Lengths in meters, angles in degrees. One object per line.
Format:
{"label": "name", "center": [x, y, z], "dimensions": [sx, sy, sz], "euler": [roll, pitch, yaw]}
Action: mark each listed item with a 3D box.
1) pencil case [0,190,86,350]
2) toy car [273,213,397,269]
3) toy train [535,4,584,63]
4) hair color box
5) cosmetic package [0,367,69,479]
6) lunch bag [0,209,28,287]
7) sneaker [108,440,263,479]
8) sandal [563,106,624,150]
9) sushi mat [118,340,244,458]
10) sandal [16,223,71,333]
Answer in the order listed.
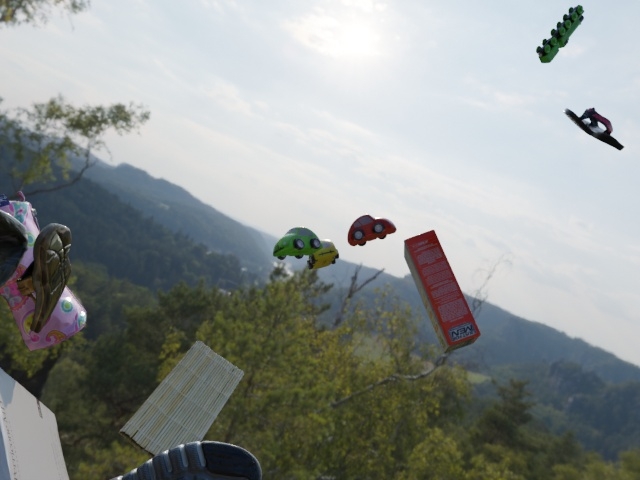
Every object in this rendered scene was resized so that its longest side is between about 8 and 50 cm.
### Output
{"label": "pencil case", "center": [-0.543, 0.058, 0.948], "dimensions": [0.124, 0.124, 0.284], "euler": [14, -54, 68]}
{"label": "toy car", "center": [0.000, 0.000, 0.999], "dimensions": [0.224, 0.053, 0.239], "euler": [0, -22, -45]}
{"label": "toy train", "center": [0.279, -0.238, 0.593], "dimensions": [0.024, 0.083, 0.017], "euler": [47, -11, -29]}
{"label": "hair color box", "center": [0.149, 0.065, 0.646], "dimensions": [0.043, 0.141, 0.072], "euler": [-20, -20, 2]}
{"label": "cosmetic package", "center": [-0.542, 0.366, 0.842], "dimensions": [0.217, 0.156, 0.385], "euler": [61, -25, 23]}
{"label": "lunch bag", "center": [-0.500, 0.011, 0.533], "dimensions": [0.235, 0.169, 0.287], "euler": [9, 21, 6]}
{"label": "sneaker", "center": [-0.174, 0.287, 0.589], "dimensions": [0.228, 0.086, 0.132], "euler": [-13, -20, -4]}
{"label": "sandal", "center": [0.518, -0.218, 0.957], "dimensions": [0.179, 0.040, 0.067], "euler": [13, 40, -31]}
{"label": "sushi mat", "center": [-0.301, 0.364, 1.169], "dimensions": [0.151, 0.019, 0.316], "euler": [34, 31, 0]}
{"label": "sandal", "center": [-0.340, 0.042, 0.620], "dimensions": [0.049, 0.072, 0.180], "euler": [20, -47, -10]}
